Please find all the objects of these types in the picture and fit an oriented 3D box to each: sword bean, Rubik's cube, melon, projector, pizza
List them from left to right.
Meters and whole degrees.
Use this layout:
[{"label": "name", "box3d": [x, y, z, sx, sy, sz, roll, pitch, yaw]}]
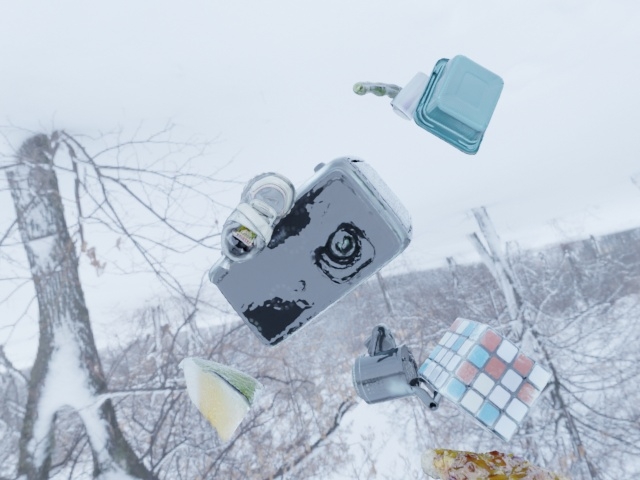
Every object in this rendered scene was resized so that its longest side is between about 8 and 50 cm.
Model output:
[{"label": "melon", "box3d": [-0.158, 0.264, 0.716, 0.202, 0.093, 0.139, 17, 178, 41]}, {"label": "projector", "box3d": [0.000, 0.000, 0.976, 0.395, 0.242, 0.405, -41, 180, 16]}, {"label": "sword bean", "box3d": [0.160, -0.403, 1.112, 0.038, 0.043, 0.269, -42, 169, 36]}, {"label": "Rubik's cube", "box3d": [0.508, 0.429, 1.325, 0.256, 0.253, 0.259, -51, 177, -8]}, {"label": "pizza", "box3d": [0.478, 0.649, 1.123, 0.408, 0.114, 0.277, 1, 173, 23]}]

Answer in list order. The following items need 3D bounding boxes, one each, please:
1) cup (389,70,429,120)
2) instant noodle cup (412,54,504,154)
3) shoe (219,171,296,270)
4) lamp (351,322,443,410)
[{"label": "cup", "box3d": [0.256, -0.374, 1.100, 0.116, 0.104, 0.074, -49, 157, 12]}, {"label": "instant noodle cup", "box3d": [0.284, -0.281, 0.824, 0.157, 0.179, 0.070, 27, 165, -6]}, {"label": "shoe", "box3d": [-0.114, -0.030, 0.683, 0.180, 0.089, 0.092, -52, -172, 25]}, {"label": "lamp", "box3d": [0.266, 0.550, 1.664, 0.272, 0.374, 0.205, -41, 163, 18]}]
